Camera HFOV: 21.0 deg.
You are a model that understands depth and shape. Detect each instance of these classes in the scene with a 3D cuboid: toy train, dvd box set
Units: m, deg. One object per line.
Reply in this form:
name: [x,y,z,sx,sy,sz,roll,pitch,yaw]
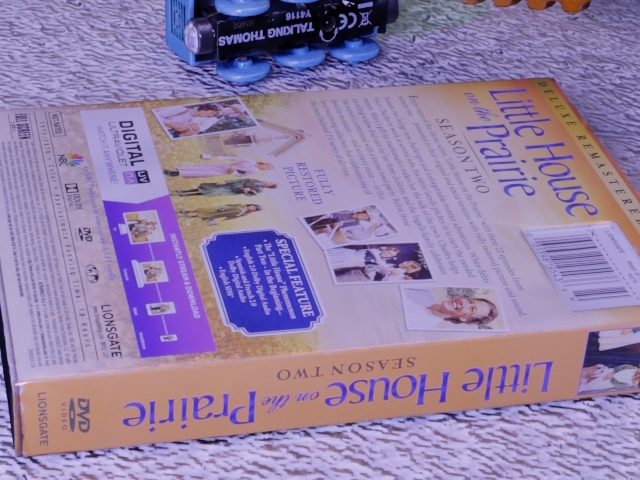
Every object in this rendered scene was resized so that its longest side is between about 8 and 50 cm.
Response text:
toy train: [-0.031,-0.180,1.356,0.184,0.080,0.105,-13,32,-25]
dvd box set: [0.000,0.000,1.104,0.420,0.062,0.308,-5,35,-14]

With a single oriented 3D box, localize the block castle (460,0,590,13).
block castle: [0.205,-0.290,1.325,0.453,0.213,0.303,9,14,28]
